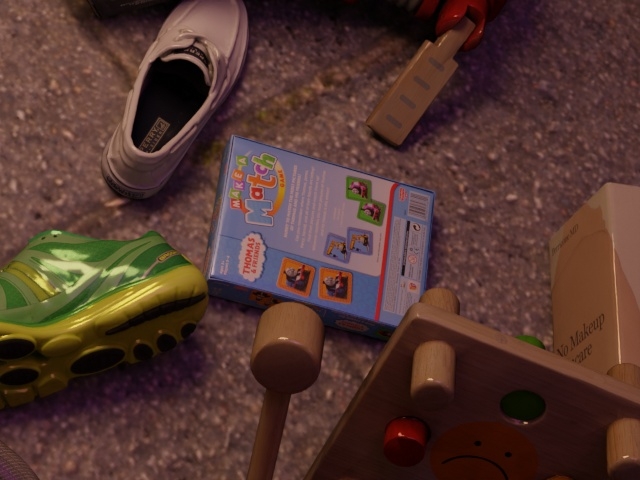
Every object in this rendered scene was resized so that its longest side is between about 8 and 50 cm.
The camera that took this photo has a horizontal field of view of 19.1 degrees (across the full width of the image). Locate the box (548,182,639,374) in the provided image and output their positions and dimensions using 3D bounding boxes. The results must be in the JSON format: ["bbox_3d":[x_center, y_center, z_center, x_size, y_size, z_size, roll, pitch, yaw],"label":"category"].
[{"bbox_3d":[0.305,0.116,1.812,0.121,0.148,0.311,9,60,-16],"label":"box"}]

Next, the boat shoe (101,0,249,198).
[{"bbox_3d":[-0.126,-0.156,1.815,0.095,0.084,0.258,24,59,-8],"label":"boat shoe"}]

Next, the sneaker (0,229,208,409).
[{"bbox_3d":[-0.248,0.064,1.662,0.295,0.109,0.123,-13,44,-23],"label":"sneaker"}]

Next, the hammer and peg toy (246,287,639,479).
[{"bbox_3d":[0.091,0.170,1.650,0.361,0.266,0.127,21,37,-9],"label":"hammer and peg toy"}]

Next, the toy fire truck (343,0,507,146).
[{"bbox_3d":[0.078,-0.245,1.922,0.217,0.158,0.246,23,48,-10],"label":"toy fire truck"}]

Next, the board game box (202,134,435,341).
[{"bbox_3d":[0.000,0.000,1.813,0.211,0.039,0.160,16,60,-14],"label":"board game box"}]

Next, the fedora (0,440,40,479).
[{"bbox_3d":[-0.335,0.261,1.498,0.275,0.124,0.243,31,59,-14],"label":"fedora"}]

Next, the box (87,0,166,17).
[{"bbox_3d":[-0.070,-0.420,1.867,0.395,0.097,0.318,-15,67,3],"label":"box"}]
